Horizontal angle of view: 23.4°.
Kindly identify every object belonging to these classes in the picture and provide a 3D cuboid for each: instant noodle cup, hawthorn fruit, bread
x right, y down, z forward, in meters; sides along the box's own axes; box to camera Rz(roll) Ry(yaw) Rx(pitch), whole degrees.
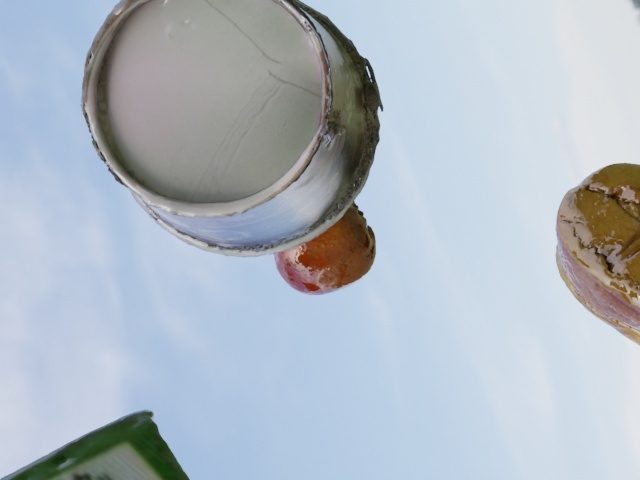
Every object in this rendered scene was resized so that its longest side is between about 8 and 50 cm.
[{"bbox_3d":[-0.067,-0.096,1.129,0.207,0.217,0.217,20,-125,-84],"label":"instant noodle cup"},{"bbox_3d":[0.000,0.000,1.733,0.128,0.128,0.128,-16,-90,-73],"label":"hawthorn fruit"},{"bbox_3d":[0.410,0.022,1.872,0.270,0.195,0.142,39,154,19],"label":"bread"}]

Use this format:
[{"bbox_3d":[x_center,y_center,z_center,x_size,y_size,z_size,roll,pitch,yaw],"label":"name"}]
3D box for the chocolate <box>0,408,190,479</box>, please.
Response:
[{"bbox_3d":[-0.242,0.362,1.244,0.360,0.161,0.341,-25,-46,-36],"label":"chocolate"}]
